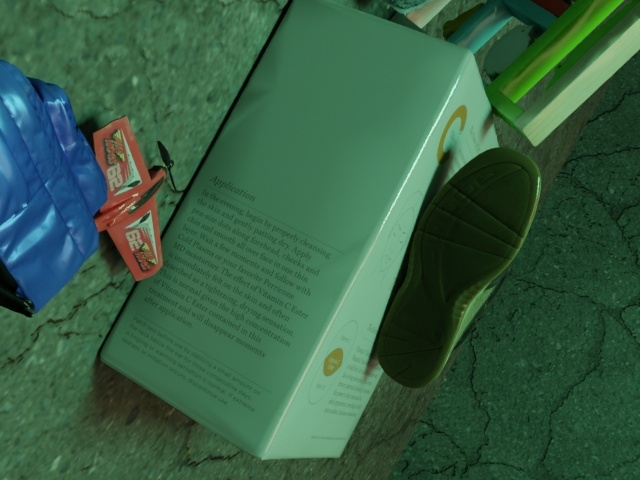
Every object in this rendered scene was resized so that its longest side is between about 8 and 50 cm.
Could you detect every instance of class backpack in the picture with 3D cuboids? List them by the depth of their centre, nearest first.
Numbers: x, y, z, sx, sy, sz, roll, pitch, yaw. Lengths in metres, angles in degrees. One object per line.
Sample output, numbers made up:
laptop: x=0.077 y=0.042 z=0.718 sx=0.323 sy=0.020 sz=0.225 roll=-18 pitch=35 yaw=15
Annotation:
backpack: x=-0.170 y=-0.041 z=0.401 sx=0.101 sy=0.097 sz=0.120 roll=-60 pitch=147 yaw=-35

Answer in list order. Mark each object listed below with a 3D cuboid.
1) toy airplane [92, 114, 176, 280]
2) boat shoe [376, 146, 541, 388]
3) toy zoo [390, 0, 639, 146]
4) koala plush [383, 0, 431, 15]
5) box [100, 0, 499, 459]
toy airplane: x=-0.151 y=-0.011 z=0.561 sx=0.151 sy=0.028 sz=0.151 roll=-47 pitch=151 yaw=-36
boat shoe: x=0.116 y=0.020 z=0.689 sx=0.073 sy=0.080 sz=0.224 roll=-29 pitch=145 yaw=-63
toy zoo: x=0.186 y=-0.232 z=0.783 sx=0.192 sy=0.293 sz=0.030 roll=-44 pitch=133 yaw=9
koala plush: x=0.130 y=-0.300 z=0.695 sx=0.221 sy=0.203 sz=0.196 roll=-40 pitch=171 yaw=-4
box: x=0.000 y=0.000 z=0.729 sx=0.345 sy=0.168 sz=0.215 roll=-62 pitch=158 yaw=-5
